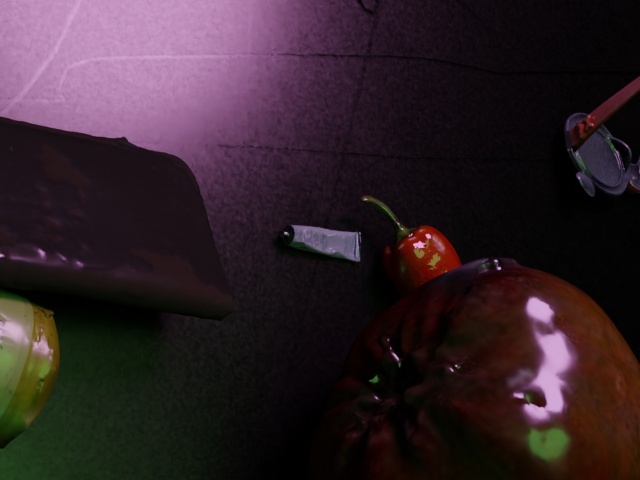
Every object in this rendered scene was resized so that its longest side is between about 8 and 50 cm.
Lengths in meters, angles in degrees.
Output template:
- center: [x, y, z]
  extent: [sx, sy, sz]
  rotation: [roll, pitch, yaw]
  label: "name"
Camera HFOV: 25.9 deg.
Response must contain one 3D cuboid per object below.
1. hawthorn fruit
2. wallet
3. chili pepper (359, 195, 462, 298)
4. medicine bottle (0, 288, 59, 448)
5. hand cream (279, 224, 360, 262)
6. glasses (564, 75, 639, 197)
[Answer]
- center: [0.159, 0.182, 1.194]
  extent: [0.324, 0.308, 0.308]
  rotation: [20, 67, -17]
  label: "hawthorn fruit"
- center: [-0.209, -0.022, 1.090]
  extent: [0.309, 0.042, 0.165]
  rotation: [10, 46, -44]
  label: "wallet"
- center: [0.125, 0.058, 1.345]
  extent: [0.071, 0.063, 0.272]
  rotation: [-45, 108, -21]
  label: "chili pepper"
- center: [-0.306, 0.070, 1.007]
  extent: [0.238, 0.124, 0.124]
  rotation: [23, 66, -29]
  label: "medicine bottle"
- center: [0.000, 0.000, 1.301]
  extent: [0.093, 0.019, 0.030]
  rotation: [12, 70, -39]
  label: "hand cream"
- center: [0.413, -0.134, 1.470]
  extent: [0.234, 0.268, 0.118]
  rotation: [13, 53, -30]
  label: "glasses"
